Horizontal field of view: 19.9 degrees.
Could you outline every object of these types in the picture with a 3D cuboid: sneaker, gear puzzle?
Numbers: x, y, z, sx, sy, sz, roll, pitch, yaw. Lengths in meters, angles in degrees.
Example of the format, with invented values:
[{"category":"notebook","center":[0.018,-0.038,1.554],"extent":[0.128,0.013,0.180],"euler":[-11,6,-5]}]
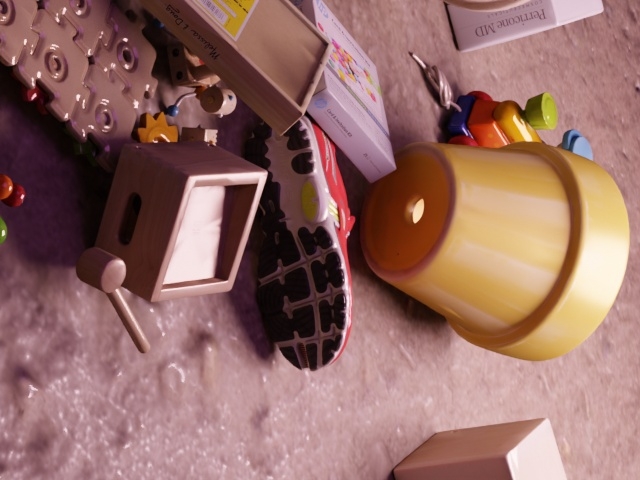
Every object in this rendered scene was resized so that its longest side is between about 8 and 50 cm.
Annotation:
[{"category":"sneaker","center":[0.000,0.000,1.941],"extent":[0.118,0.107,0.279],"euler":[9,73,-60]},{"category":"gear puzzle","center":[-0.226,-0.164,1.718],"extent":[0.339,0.044,0.175],"euler":[49,42,-40]}]

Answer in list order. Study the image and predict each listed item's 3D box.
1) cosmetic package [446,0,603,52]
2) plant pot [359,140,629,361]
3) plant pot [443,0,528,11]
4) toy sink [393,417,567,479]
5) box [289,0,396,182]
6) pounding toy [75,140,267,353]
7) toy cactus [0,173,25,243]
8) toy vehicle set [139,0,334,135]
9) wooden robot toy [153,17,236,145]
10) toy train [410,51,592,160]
[{"category":"cosmetic package","center":[0.252,-0.357,2.370],"extent":[0.151,0.151,0.184],"euler":[-22,98,-55]},{"category":"plant pot","center":[0.186,-0.007,2.107],"extent":[0.239,0.254,0.254],"euler":[17,66,-37]},{"category":"plant pot","center":[0.100,-0.431,2.058],"extent":[0.305,0.334,0.334],"euler":[-4,84,-45]},{"category":"toy sink","center":[0.207,0.338,2.097],"extent":[0.131,0.152,0.234],"euler":[-29,103,-55]},{"category":"box","center":[0.022,-0.173,2.024],"extent":[0.145,0.038,0.186],"euler":[47,22,-37]},{"category":"pounding toy","center":[-0.168,0.005,1.695],"extent":[0.206,0.094,0.181],"euler":[-6,119,-56]},{"category":"toy cactus","center":[-0.316,-0.100,1.522],"extent":[0.219,0.112,0.180],"euler":[45,36,-28]},{"category":"toy vehicle set","center":[-0.105,-0.240,1.803],"extent":[0.267,0.035,0.166],"euler":[44,29,-13]},{"category":"wooden robot toy","center":[-0.113,-0.171,1.859],"extent":[0.079,0.076,0.173],"euler":[0,81,-67]},{"category":"toy train","center":[0.230,-0.155,2.284],"extent":[0.248,0.143,0.105],"euler":[53,41,-33]}]
